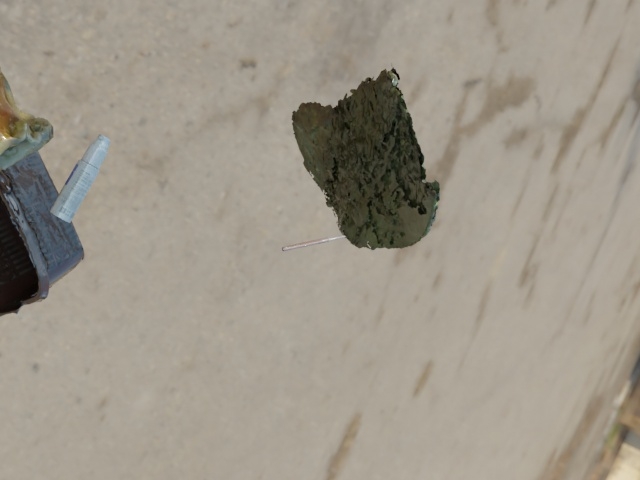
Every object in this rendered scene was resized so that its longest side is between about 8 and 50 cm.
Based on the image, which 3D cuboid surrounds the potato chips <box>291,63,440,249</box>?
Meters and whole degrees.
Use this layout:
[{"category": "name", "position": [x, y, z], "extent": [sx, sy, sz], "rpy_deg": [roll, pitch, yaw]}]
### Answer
[{"category": "potato chips", "position": [0.032, -0.059, 0.811], "extent": [0.026, 0.209, 0.142], "rpy_deg": [-5, 122, -25]}]

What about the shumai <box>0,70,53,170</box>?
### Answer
[{"category": "shumai", "position": [-0.456, -0.090, 1.356], "extent": [0.267, 0.263, 0.314], "rpy_deg": [95, -5, -70]}]

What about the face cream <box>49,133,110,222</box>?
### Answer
[{"category": "face cream", "position": [-0.333, -0.089, 1.608], "extent": [0.130, 0.034, 0.034], "rpy_deg": [-61, 161, -3]}]

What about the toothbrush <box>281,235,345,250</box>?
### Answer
[{"category": "toothbrush", "position": [0.000, 0.000, 1.394], "extent": [0.097, 0.006, 0.008], "rpy_deg": [-13, 143, -11]}]

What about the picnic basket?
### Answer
[{"category": "picnic basket", "position": [-0.495, -0.043, 1.813], "extent": [0.129, 0.223, 0.296], "rpy_deg": [-33, 101, -46]}]
